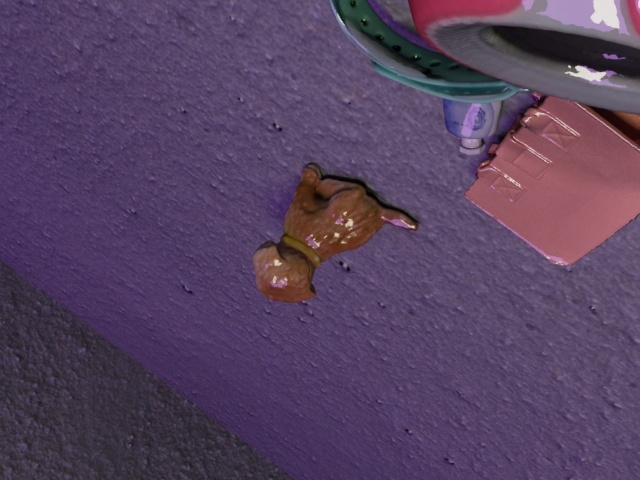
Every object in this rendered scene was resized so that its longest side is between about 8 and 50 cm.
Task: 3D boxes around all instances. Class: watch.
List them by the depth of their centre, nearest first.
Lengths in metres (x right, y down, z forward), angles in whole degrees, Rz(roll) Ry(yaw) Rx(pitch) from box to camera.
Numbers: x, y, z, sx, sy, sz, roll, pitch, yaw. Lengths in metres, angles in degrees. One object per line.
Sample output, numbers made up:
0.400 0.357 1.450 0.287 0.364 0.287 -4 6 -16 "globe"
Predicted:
0.113 -0.219 0.823 0.237 0.068 0.195 28 144 19 "watch"

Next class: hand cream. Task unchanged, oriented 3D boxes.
0.155 -0.154 0.923 0.084 0.053 0.142 20 137 30 "hand cream"

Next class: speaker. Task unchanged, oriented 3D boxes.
0.207 -0.186 0.582 0.294 0.294 0.294 27 150 17 "speaker"

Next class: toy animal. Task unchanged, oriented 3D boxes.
0.009 0.012 1.177 0.183 0.185 0.104 20 146 27 "toy animal"

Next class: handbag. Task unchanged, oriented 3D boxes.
0.253 -0.071 0.919 0.157 0.059 0.212 35 150 2 "handbag"
